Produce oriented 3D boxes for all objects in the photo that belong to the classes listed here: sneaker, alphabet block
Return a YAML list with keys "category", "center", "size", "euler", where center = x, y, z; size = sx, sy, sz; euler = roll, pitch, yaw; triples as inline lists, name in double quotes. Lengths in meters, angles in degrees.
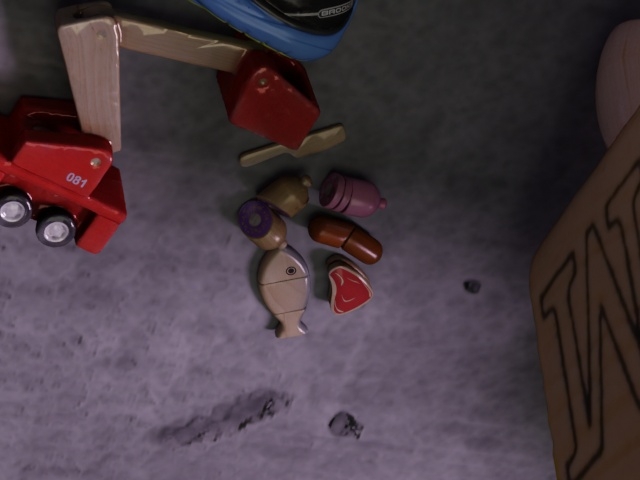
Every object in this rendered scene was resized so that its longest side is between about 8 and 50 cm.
- category: "sneaker"
  center: [-0.058, -0.151, 0.891]
  size: [0.188, 0.067, 0.078]
  euler: [28, 94, -28]
- category: "alphabet block"
  center: [0.225, 0.046, 0.923]
  size: [0.192, 0.193, 0.197]
  euler: [8, 147, -15]

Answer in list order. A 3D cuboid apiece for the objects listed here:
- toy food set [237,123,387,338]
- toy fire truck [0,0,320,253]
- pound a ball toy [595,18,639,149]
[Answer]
- category: "toy food set"
  center: [0.000, 0.000, 1.035]
  size: [0.078, 0.019, 0.122]
  euler: [-17, 128, -1]
- category: "toy fire truck"
  center: [-0.113, -0.065, 0.942]
  size: [0.192, 0.047, 0.135]
  euler: [25, 116, -27]
- category: "pound a ball toy"
  center: [0.294, -0.149, 0.946]
  size: [0.319, 0.136, 0.208]
  euler: [-5, 150, -8]
